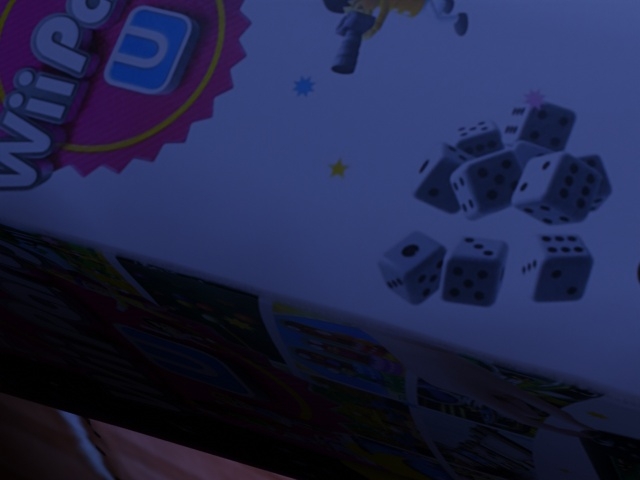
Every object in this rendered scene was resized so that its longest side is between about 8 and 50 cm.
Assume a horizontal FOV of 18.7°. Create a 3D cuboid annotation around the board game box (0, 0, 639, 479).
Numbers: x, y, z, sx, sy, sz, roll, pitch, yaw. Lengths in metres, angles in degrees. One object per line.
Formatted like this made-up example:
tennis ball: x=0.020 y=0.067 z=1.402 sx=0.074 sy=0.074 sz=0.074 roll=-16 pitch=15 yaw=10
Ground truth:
board game box: x=0.000 y=0.000 z=0.491 sx=0.303 sy=0.097 sz=0.224 roll=15 pitch=-16 yaw=20
